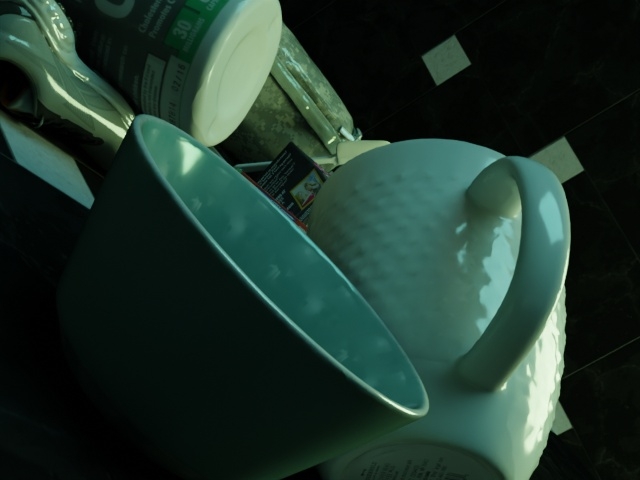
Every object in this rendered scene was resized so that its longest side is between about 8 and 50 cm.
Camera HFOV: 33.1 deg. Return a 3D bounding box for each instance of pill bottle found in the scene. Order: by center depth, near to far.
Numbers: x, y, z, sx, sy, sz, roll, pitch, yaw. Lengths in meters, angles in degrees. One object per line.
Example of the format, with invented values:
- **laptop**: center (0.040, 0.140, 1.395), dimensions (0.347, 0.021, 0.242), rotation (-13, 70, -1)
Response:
- **pill bottle**: center (-0.245, -0.273, 1.283), dimensions (0.361, 0.204, 0.204), rotation (26, 4, 12)

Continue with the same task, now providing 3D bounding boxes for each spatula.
- **spatula**: center (-0.006, -0.092, 1.649), dimensions (0.168, 0.241, 0.019), rotation (75, 12, -60)

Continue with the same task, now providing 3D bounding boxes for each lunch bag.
- **lunch bag**: center (-0.092, -0.223, 1.726), dimensions (0.305, 0.212, 0.256), rotation (52, -20, -18)

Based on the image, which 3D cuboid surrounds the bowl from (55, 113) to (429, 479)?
- **bowl**: center (-0.080, 0.069, 0.830), dimensions (0.311, 0.163, 0.311), rotation (44, 7, -7)

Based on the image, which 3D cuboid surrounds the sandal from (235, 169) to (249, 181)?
- **sandal**: center (-0.073, 0.039, 1.307), dimensions (0.303, 0.120, 0.086), rotation (46, 37, 14)

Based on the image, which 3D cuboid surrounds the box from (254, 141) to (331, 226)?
- **box**: center (0.000, 0.000, 1.592), dimensions (0.247, 0.163, 0.142), rotation (38, 7, -46)

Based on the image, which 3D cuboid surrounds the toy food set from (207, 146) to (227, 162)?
- **toy food set**: center (-0.253, -0.194, 1.519), dimensions (0.220, 0.092, 0.306), rotation (49, 9, 22)

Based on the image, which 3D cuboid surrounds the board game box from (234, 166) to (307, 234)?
- **board game box**: center (-0.022, 0.040, 1.378), dimensions (0.281, 0.027, 0.145), rotation (41, -30, 16)

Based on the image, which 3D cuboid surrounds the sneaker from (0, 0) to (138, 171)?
- **sneaker**: center (-0.291, -0.155, 1.179), dimensions (0.100, 0.108, 0.271), rotation (9, -31, 32)

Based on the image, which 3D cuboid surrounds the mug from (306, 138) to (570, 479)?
- **mug**: center (0.124, 0.078, 1.042), dimensions (0.276, 0.374, 0.328), rotation (21, 45, -12)
